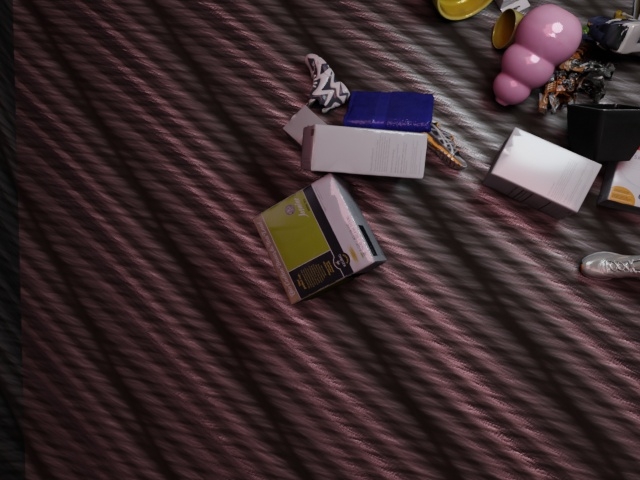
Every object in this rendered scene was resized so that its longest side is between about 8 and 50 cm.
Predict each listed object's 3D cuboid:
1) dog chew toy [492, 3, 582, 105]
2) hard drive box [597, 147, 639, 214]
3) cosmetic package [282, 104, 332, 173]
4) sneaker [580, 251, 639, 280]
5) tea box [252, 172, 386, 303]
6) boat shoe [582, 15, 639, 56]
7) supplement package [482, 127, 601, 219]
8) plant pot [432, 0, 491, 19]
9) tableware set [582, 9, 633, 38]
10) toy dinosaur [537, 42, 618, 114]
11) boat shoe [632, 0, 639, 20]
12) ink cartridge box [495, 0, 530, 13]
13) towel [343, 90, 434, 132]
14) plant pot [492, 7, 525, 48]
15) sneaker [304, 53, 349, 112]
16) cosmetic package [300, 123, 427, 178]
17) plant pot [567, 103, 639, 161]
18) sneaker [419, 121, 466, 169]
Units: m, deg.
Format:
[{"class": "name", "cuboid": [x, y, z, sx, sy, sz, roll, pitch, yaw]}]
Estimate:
[{"class": "dog chew toy", "cuboid": [0.710, -0.609, 1.638, 0.207, 0.207, 0.331, 37, 118, 11]}, {"class": "hard drive box", "cuboid": [1.060, -0.214, 1.622, 0.181, 0.089, 0.231, 15, 86, 10]}, {"class": "cosmetic package", "cuboid": [-0.011, -0.371, 1.801, 0.127, 0.107, 0.238, -45, 76, 1]}, {"class": "sneaker", "cuboid": [0.996, 0.081, 1.581, 0.263, 0.121, 0.099, 0, 83, 9]}, {"class": "tea box", "cuboid": [0.000, 0.000, 1.671, 0.324, 0.220, 0.328, -27, 80, 15]}, {"class": "boat shoe", "cuboid": [1.032, -0.694, 1.629, 0.158, 0.341, 0.127, 48, 134, 41]}, {"class": "supplement package", "cuboid": [0.730, -0.220, 1.629, 0.293, 0.175, 0.177, 28, 89, 10]}, {"class": "plant pot", "cuboid": [0.490, -0.971, 1.733, 0.254, 0.254, 0.238, -20, 65, 6]}, {"class": "tableware set", "cuboid": [1.004, -0.762, 1.718, 0.154, 0.024, 0.104, -32, 50, 1]}, {"class": "toy dinosaur", "cuboid": [0.875, -0.566, 1.668, 0.219, 0.164, 0.321, 28, 100, 26]}, {"class": "boat shoe", "cuboid": [1.129, -0.882, 1.678, 0.103, 0.118, 0.319, -1, 90, 4]}, {"class": "ink cartridge box", "cuboid": [0.686, -0.925, 1.776, 0.105, 0.061, 0.181, -25, 80, 4]}, {"class": "towel", "cuboid": [0.246, -0.454, 1.741, 0.309, 0.076, 0.227, 5, 46, 12]}, {"class": "plant pot", "cuboid": [0.694, -0.747, 1.731, 0.096, 0.134, 0.134, 4, 83, -15]}, {"class": "sneaker", "cuboid": [-0.018, -0.579, 1.828, 0.153, 0.094, 0.235, -39, 89, -6]}, {"class": "cosmetic package", "cuboid": [0.138, -0.299, 1.640, 0.386, 0.217, 0.156, 1, 100, -10]}, {"class": "plant pot", "cuboid": [0.916, -0.348, 1.564, 0.188, 0.188, 0.166, -1, 112, -7]}, {"class": "sneaker", "cuboid": [0.449, -0.340, 1.736, 0.083, 0.084, 0.215, -42, 78, -3]}]
